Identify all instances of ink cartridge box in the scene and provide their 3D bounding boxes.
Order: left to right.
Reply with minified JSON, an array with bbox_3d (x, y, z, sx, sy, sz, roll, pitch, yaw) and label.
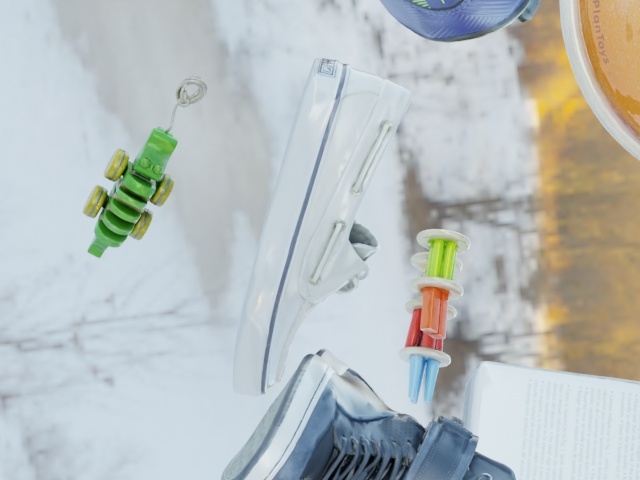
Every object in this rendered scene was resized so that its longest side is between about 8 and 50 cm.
[{"bbox_3d":[0.210,0.236,1.159,0.060,0.238,0.275,103,-5,-71],"label":"ink cartridge box"}]

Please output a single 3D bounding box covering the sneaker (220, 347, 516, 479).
[{"bbox_3d":[0.037,0.141,0.954,0.086,0.163,0.226,-54,174,11],"label":"sneaker"}]

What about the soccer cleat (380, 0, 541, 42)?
[{"bbox_3d":[0.048,-0.223,0.713,0.121,0.093,0.289,50,33,-56],"label":"soccer cleat"}]

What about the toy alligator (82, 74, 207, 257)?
[{"bbox_3d":[-0.151,-0.055,1.397,0.190,0.056,0.051,-56,-164,20],"label":"toy alligator"}]

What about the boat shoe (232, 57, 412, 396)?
[{"bbox_3d":[0.000,0.000,1.225,0.096,0.088,0.268,-84,-170,-76],"label":"boat shoe"}]

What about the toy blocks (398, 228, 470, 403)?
[{"bbox_3d":[0.107,0.077,1.602,0.123,0.054,0.148,95,4,-71],"label":"toy blocks"}]

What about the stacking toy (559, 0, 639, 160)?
[{"bbox_3d":[0.434,-0.202,1.300,0.480,0.350,0.351,-164,-116,-72],"label":"stacking toy"}]
